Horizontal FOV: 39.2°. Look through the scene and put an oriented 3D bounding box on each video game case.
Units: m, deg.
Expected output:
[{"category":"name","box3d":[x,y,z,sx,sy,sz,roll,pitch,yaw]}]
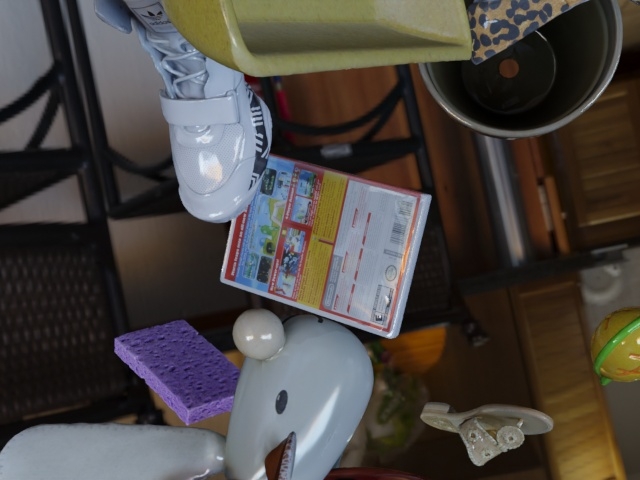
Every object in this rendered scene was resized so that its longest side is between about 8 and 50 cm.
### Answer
[{"category":"video game case","box3d":[0.000,0.000,1.269,0.285,0.204,0.025,17,-170,24]}]

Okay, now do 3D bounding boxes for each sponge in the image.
[{"category":"sponge","box3d":[-0.193,0.184,1.284,0.117,0.031,0.210,-12,-148,-38]}]

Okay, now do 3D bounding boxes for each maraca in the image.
[{"category":"maraca","box3d":[0.454,0.160,1.323,0.127,0.099,0.185,-33,149,-1]}]

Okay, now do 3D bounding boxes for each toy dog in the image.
[{"category":"toy dog","box3d":[-0.093,0.150,0.391,0.220,0.161,0.333,-20,-145,22]}]

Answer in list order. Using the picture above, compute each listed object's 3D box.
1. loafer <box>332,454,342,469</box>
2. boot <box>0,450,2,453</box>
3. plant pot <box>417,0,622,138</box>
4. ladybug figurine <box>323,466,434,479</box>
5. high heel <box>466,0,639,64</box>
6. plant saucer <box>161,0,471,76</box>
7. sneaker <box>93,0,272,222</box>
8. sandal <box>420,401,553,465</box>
[{"category":"loafer","box3d":[-0.012,0.365,1.447,0.096,0.267,0.084,-1,-175,-4]},{"category":"boot","box3d":[-0.518,0.414,1.576,0.176,0.088,0.244,-27,-163,-5]},{"category":"plant pot","box3d":[0.333,-0.323,1.553,0.323,0.323,0.280,-12,178,10]},{"category":"ladybug figurine","box3d":[0.112,0.385,0.949,0.450,0.305,0.162,23,137,-6]},{"category":"high heel","box3d":[0.317,-0.271,1.109,0.261,0.186,0.093,22,-165,6]},{"category":"plant saucer","box3d":[-0.029,-0.266,0.590,0.081,0.332,0.333,-12,-175,31]},{"category":"sneaker","box3d":[-0.159,-0.203,1.042,0.138,0.365,0.210,1,-178,23]},{"category":"sandal","box3d":[0.229,0.285,1.292,0.088,0.079,0.240,37,154,-27]}]
